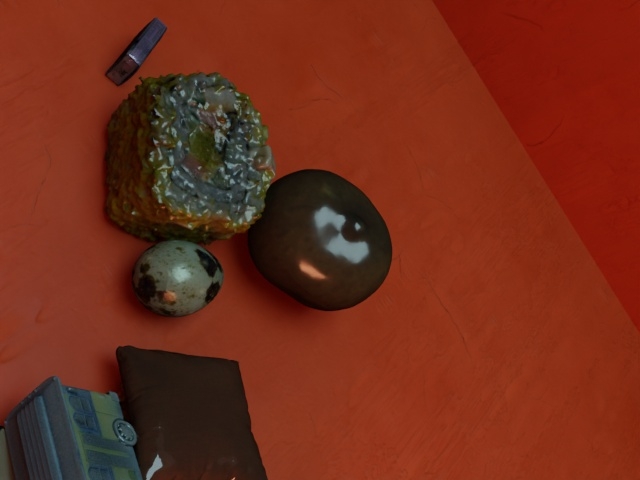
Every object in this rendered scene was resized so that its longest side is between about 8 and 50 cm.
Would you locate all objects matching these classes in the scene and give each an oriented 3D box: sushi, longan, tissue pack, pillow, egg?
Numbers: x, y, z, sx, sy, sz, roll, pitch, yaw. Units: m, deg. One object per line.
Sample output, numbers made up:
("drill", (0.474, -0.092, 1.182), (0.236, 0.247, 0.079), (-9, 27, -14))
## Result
("sushi", (-0.292, -0.186, 1.890), (0.351, 0.240, 0.396), (12, 66, -38))
("longan", (0.000, 0.000, 2.006), (0.361, 0.361, 0.360), (19, 60, -35))
("tissue pack", (-0.435, -0.448, 1.963), (0.051, 0.112, 0.156), (40, 49, -21))
("pillow", (-0.260, 0.364, 1.686), (0.308, 0.108, 0.305), (14, 45, -41))
("egg", (-0.305, 0.082, 1.807), (0.231, 0.169, 0.169), (-2, 72, -56))

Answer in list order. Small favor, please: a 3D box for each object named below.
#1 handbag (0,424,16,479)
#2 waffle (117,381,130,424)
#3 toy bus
("handbag", (-0.591, 0.455, 1.429), (0.315, 0.109, 0.241), (52, 45, -6))
("waffle", (-0.352, 0.353, 1.733), (0.191, 0.038, 0.191), (20, 59, -36))
("toy bus", (-0.421, 0.412, 1.457), (0.190, 0.152, 0.312), (32, 23, -50))
